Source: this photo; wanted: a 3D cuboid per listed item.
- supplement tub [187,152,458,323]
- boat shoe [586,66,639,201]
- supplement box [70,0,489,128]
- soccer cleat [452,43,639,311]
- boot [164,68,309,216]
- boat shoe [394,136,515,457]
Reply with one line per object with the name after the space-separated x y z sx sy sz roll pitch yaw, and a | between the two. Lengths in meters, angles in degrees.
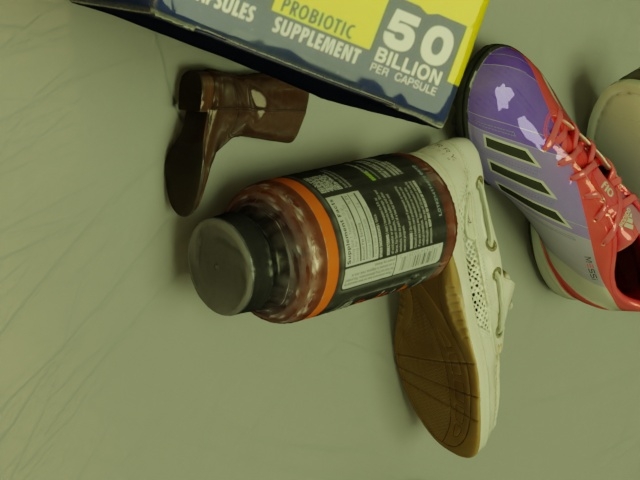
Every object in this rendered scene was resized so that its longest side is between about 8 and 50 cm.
0.000 0.000 1.112 0.198 0.106 0.106 -14 115 -41 | supplement tub
0.325 -0.055 1.426 0.091 0.109 0.305 -48 139 -23 | boat shoe
0.015 -0.273 0.913 0.194 0.195 0.356 18 93 -25 | supplement box
0.215 -0.047 1.304 0.108 0.116 0.318 -53 135 -18 | soccer cleat
-0.054 -0.070 1.083 0.114 0.037 0.106 -6 111 -49 | boot
0.119 0.048 1.257 0.096 0.098 0.277 -28 123 -35 | boat shoe
